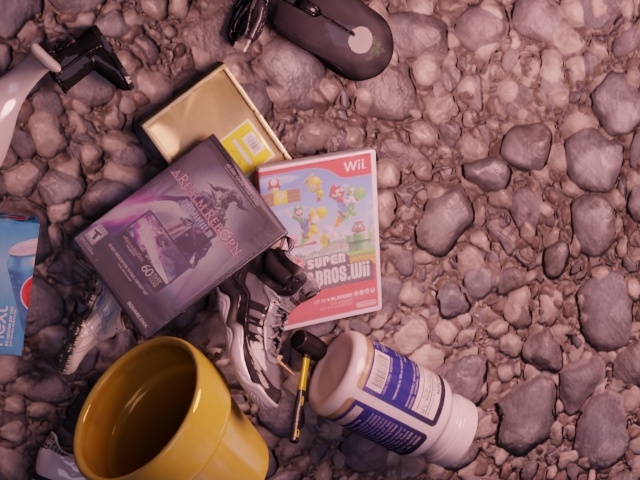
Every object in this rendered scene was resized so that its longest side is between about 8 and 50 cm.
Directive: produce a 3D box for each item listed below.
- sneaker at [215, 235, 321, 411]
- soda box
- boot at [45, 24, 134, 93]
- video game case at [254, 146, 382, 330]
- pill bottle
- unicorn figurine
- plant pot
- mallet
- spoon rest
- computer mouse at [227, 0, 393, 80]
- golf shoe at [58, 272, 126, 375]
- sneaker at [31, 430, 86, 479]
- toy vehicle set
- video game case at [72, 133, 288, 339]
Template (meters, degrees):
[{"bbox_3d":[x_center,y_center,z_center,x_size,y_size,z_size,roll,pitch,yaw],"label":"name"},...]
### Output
[{"bbox_3d":[-0.069,0.120,1.850,0.153,0.101,0.268,-20,68,10],"label":"sneaker"},{"bbox_3d":[-0.480,0.066,1.833,0.071,0.067,0.210,7,99,-18],"label":"soda box"},{"bbox_3d":[-0.355,-0.258,1.821,0.099,0.045,0.121,-35,101,-10],"label":"boot"},{"bbox_3d":[0.000,0.000,1.960,0.204,0.025,0.285,-11,111,-19],"label":"video game case"},{"bbox_3d":[0.125,0.272,2.010,0.264,0.153,0.153,30,91,-20],"label":"pill bottle"},{"bbox_3d":[-0.130,0.182,1.960,0.162,0.111,0.060,-5,63,6],"label":"unicorn figurine"},{"bbox_3d":[-0.215,0.315,1.877,0.254,0.254,0.239,-49,129,-3],"label":"plant pot"},{"bbox_3d":[-0.024,0.244,1.975,0.062,0.039,0.190,26,60,-44],"label":"mallet"},{"bbox_3d":[-0.493,-0.185,1.780,0.276,0.084,0.137,-42,107,11],"label":"spoon rest"},{"bbox_3d":[0.004,-0.341,1.899,0.272,0.072,0.188,25,92,-20],"label":"computer mouse"},{"bbox_3d":[-0.350,0.141,1.890,0.086,0.069,0.176,26,93,-26],"label":"golf shoe"},{"bbox_3d":[-0.342,0.378,1.930,0.235,0.090,0.095,18,81,-22],"label":"sneaker"},{"bbox_3d":[-0.146,-0.128,1.913,0.166,0.035,0.267,-37,108,-7],"label":"toy vehicle set"},{"bbox_3d":[-0.216,-0.007,1.847,0.274,0.026,0.196,-37,83,0],"label":"video game case"}]
